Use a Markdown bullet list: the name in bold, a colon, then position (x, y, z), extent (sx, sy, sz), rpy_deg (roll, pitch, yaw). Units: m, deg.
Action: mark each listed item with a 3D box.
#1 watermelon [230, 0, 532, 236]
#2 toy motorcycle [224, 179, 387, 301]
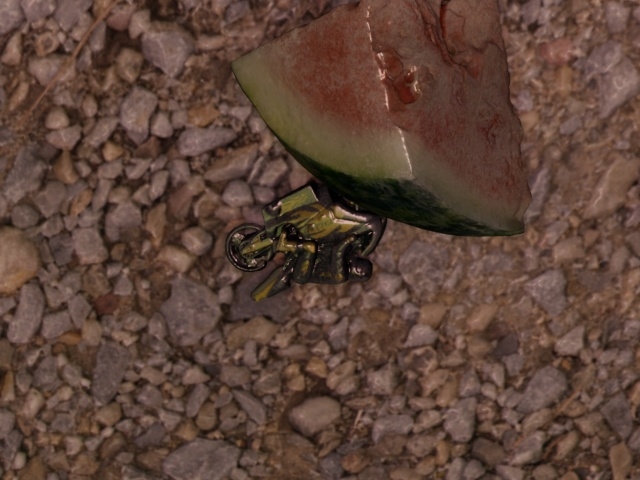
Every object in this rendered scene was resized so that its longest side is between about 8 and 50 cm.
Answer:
- **watermelon**: position (0.070, -0.128, 1.240), extent (0.310, 0.193, 0.232), rpy_deg (43, 123, 25)
- **toy motorcycle**: position (0.000, 0.000, 1.350), extent (0.193, 0.061, 0.124), rpy_deg (-32, 96, 11)
